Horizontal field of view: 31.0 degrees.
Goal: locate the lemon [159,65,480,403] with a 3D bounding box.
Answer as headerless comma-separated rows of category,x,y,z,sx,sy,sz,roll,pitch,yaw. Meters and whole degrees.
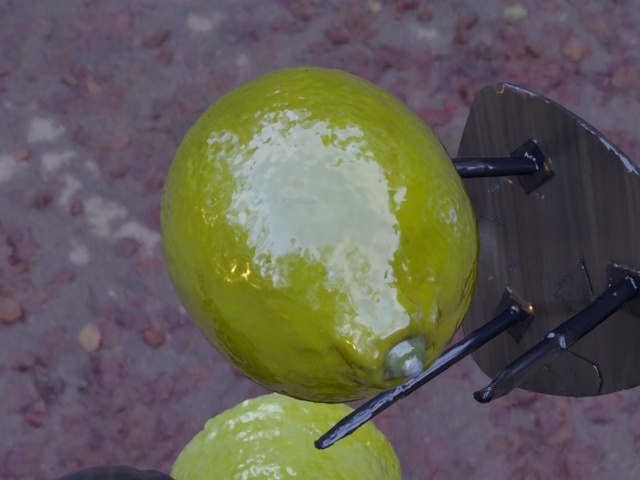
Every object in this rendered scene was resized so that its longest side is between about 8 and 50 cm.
lemon,0.000,0.000,0.659,0.184,0.184,0.248,-12,30,-5

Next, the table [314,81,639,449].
table,0.138,0.050,0.992,0.249,0.317,0.317,-18,54,-35

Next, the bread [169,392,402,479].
bread,-0.040,0.419,1.574,0.348,0.348,0.307,-8,32,-2

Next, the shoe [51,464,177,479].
shoe,-0.274,0.243,0.769,0.384,0.237,0.171,-32,36,10
